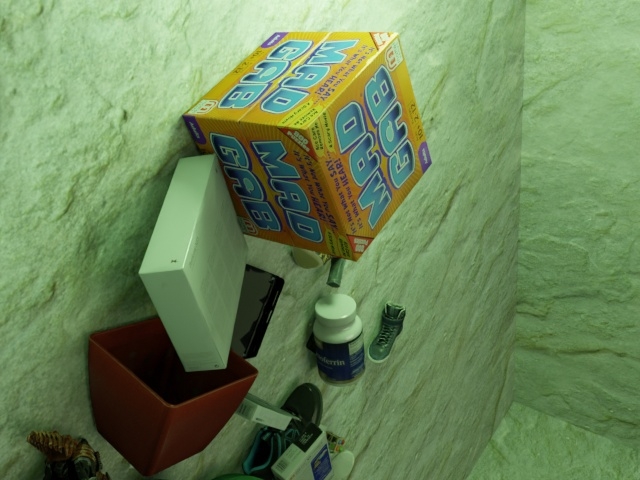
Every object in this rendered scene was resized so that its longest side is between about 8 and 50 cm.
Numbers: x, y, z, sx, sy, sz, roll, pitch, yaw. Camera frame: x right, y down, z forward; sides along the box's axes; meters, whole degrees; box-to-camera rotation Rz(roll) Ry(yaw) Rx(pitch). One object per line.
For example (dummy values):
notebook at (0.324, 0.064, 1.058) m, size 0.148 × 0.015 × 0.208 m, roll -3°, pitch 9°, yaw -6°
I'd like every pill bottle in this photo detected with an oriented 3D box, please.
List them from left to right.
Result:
pill bottle at (0.057, 0.305, 2.167) m, size 0.153 × 0.153 × 0.265 m, roll -38°, pitch 133°, yaw -41°

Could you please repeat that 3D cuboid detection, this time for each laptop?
laptop at (-0.210, 0.180, 1.853) m, size 0.264 × 0.136 × 0.234 m, roll 54°, pitch 57°, yaw -81°

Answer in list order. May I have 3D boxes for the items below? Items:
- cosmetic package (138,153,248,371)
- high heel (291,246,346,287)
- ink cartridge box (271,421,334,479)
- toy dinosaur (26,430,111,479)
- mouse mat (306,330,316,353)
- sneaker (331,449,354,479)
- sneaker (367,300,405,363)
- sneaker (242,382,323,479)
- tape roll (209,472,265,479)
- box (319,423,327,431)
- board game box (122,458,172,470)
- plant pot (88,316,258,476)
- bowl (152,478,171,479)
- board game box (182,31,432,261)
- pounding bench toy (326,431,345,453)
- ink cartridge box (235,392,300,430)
cosmetic package at (-0.251, 0.039, 1.488) m, size 0.377 × 0.097 × 0.284 m, roll -86°, pitch 168°, yaw -50°
high heel at (0.000, 0.000, 2.043) m, size 0.261 × 0.093 × 0.186 m, roll 44°, pitch 49°, yaw -45°
ink cartridge box at (-0.044, 0.691, 2.105) m, size 0.176 × 0.069 × 0.371 m, roll -45°, pitch 149°, yaw -24°
toy dinosaur at (-0.517, 0.488, 1.431) m, size 0.322 × 0.164 × 0.218 m, roll 49°, pitch 24°, yaw -38°
mouse mat at (0.025, 0.303, 2.266) m, size 0.152 × 0.007 × 0.190 m, roll -64°, pitch 147°, yaw -14°
sneaker at (0.042, 0.808, 2.449) m, size 0.212 × 0.080 × 0.094 m, roll -56°, pitch -177°, yaw 6°
sneaker at (0.234, 0.315, 2.493) m, size 0.226 × 0.086 × 0.163 m, roll -51°, pitch 153°, yaw -45°
sneaker at (-0.106, 0.569, 2.083) m, size 0.341 × 0.125 × 0.139 m, roll -60°, pitch 146°, yaw -18°
tape roll at (-0.229, 0.798, 1.900) m, size 0.321 × 0.077 × 0.321 m, roll 6°, pitch 78°, yaw -29°
box at (-0.053, 0.595, 2.198) m, size 0.102 × 0.101 × 0.087 m, roll 40°, pitch 71°, yaw -57°
board game box at (-0.399, 0.501, 1.708) m, size 0.154 × 0.026 × 0.103 m, roll 33°, pitch 78°, yaw -56°
plant pot at (-0.341, 0.343, 1.530) m, size 0.267 × 0.267 × 0.236 m, roll -10°, pitch 125°, yaw -54°
bowl at (-0.392, 0.702, 1.688) m, size 0.311 × 0.163 × 0.311 m, roll -30°, pitch 129°, yaw -46°
board game box at (-0.015, -0.227, 1.608) m, size 0.356 × 0.356 × 0.356 m, roll -51°, pitch 136°, yaw -30°
pounding bench toy at (0.041, 0.709, 2.423) m, size 0.052 × 0.065 × 0.083 m, roll 29°, pitch 80°, yaw -57°
ink cartridge box at (-0.192, 0.417, 1.796) m, size 0.224 × 0.223 × 0.045 m, roll 38°, pitch 73°, yaw -54°
